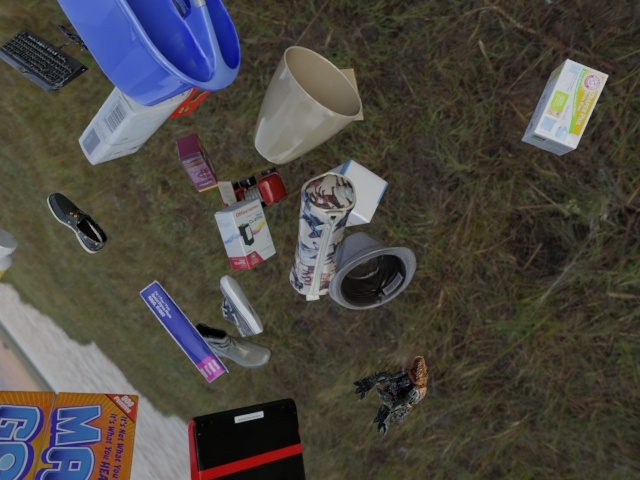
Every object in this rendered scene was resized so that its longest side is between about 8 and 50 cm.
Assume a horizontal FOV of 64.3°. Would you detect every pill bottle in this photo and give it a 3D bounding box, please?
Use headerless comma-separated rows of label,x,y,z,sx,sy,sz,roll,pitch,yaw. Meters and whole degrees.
pill bottle,-0.835,0.061,1.259,0.103,0.184,0.103,40,-168,-10

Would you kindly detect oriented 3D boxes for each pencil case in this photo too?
pencil case,0.000,0.000,1.558,0.160,0.183,0.410,10,134,0

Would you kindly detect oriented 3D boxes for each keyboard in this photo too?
keyboard,-0.747,-0.527,1.410,0.317,0.201,0.033,34,158,26

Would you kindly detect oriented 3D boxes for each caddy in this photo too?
caddy,-0.276,-0.400,0.861,0.179,0.241,0.341,-19,111,33

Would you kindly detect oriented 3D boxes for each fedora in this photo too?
fedora,0.123,0.065,1.352,0.275,0.244,0.124,54,-170,-52

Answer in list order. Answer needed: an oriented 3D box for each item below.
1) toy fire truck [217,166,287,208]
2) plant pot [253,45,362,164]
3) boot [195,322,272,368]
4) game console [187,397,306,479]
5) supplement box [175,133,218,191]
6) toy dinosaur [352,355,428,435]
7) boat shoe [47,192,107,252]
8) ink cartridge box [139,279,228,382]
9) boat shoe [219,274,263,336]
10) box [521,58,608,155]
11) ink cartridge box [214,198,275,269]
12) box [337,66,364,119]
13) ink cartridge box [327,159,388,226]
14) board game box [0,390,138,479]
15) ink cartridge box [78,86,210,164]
toy fire truck,-0.233,-0.158,1.668,0.246,0.217,0.158,-88,-23,-74
plant pot,-0.067,-0.351,1.434,0.256,0.256,0.274,50,127,4
boot,-0.294,0.348,1.691,0.247,0.083,0.161,9,151,18
game console,-0.214,0.685,1.557,0.060,0.387,0.342,-25,69,46
supplement box,-0.445,-0.280,1.849,0.188,0.081,0.104,71,180,-56
toy dinosaur,0.230,0.431,1.491,0.164,0.218,0.322,38,134,52
boat shoe,-0.451,-0.039,0.950,0.042,0.049,0.133,-32,101,32
ink cartridge box,-0.409,0.269,1.502,0.324,0.071,0.330,53,163,-3
boat shoe,-0.310,0.248,1.848,0.108,0.102,0.301,-112,-1,-47
box,0.624,-0.339,1.308,0.114,0.203,0.103,23,-179,4
ink cartridge box,-0.216,-0.019,1.473,0.072,0.127,0.175,-4,109,37
box,0.059,-0.520,1.823,0.164,0.021,0.201,3,135,23
ink cartridge box,0.118,-0.196,2.209,0.197,0.198,0.270,30,169,-16
board game box,-0.611,0.583,1.096,0.356,0.356,0.356,-109,33,-52
ink cartridge box,-0.432,-0.353,1.414,0.308,0.385,0.091,-25,93,46
